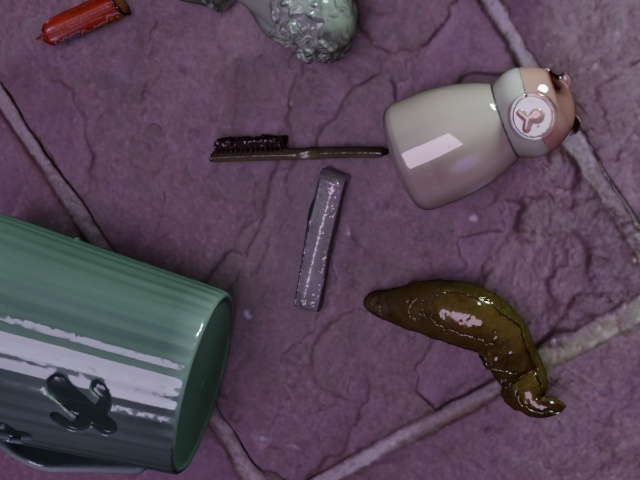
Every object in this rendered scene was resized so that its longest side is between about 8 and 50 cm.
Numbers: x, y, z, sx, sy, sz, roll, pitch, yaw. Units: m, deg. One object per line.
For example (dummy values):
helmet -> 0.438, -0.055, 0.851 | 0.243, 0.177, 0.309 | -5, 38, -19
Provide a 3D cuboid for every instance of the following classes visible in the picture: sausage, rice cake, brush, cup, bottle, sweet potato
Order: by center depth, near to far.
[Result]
bottle -> 0.211, -0.142, 1.564 | 0.236, 0.147, 0.148 | -20, 96, 16
sweet potato -> 0.205, 0.122, 1.650 | 0.310, 0.098, 0.124 | 31, 115, 11
brush -> -0.031, -0.127, 1.686 | 0.248, 0.043, 0.036 | 1, 108, 16
rice cake -> 0.000, 0.000, 1.711 | 0.047, 0.036, 0.207 | 10, 104, 1
sausage -> -0.340, -0.308, 1.731 | 0.145, 0.050, 0.048 | -19, 137, 18
cup -> -0.343, 0.162, 1.739 | 0.392, 0.401, 0.310 | 15, 72, 7

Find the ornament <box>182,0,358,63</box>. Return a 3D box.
ornament -> -0.081, -0.330, 1.613 | 0.285, 0.130, 0.120 | 27, 94, 8
